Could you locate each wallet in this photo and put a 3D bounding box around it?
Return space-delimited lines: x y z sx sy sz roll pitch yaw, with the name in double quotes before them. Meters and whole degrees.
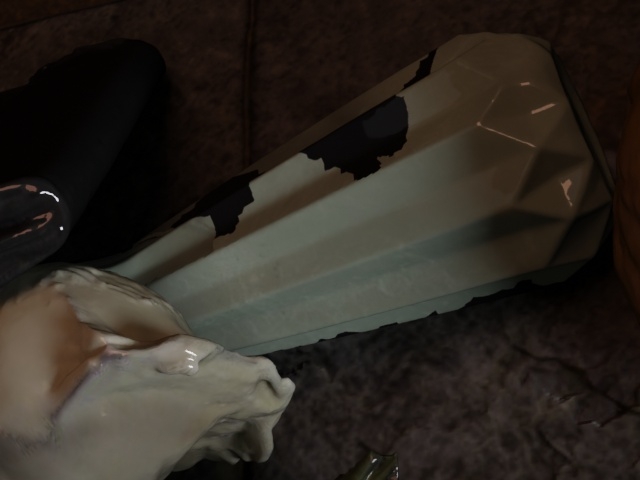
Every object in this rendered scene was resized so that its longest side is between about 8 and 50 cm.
"wallet" -0.227 -0.035 1.098 0.228 0.062 0.406 -26 16 10

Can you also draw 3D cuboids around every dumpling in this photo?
"dumpling" -0.122 0.094 0.984 0.258 0.193 0.147 -18 59 43

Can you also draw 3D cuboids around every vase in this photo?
"vase" 0.000 0.000 1.077 0.360 0.165 0.165 -23 54 14

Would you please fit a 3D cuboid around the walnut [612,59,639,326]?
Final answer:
"walnut" 0.308 -0.020 0.873 0.344 0.306 0.306 28 74 30

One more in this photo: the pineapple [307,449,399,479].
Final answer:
"pineapple" -0.075 0.203 1.007 0.277 0.119 0.130 -11 13 15
